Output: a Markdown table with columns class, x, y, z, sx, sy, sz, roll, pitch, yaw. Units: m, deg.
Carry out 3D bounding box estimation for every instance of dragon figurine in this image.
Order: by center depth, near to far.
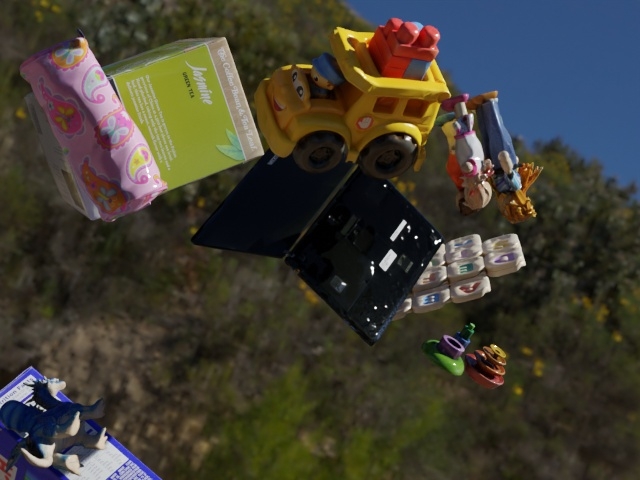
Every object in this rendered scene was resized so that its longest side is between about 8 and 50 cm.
| class | x | y | z | sx | sy | sz | roll | pitch | yaw |
| --- | --- | --- | --- | --- | --- | --- | --- | --- | --- |
| dragon figurine | -0.374 | 0.256 | 1.701 | 0.144 | 0.085 | 0.289 | 1 | 13 | 12 |

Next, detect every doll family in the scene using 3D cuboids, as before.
| class | x | y | z | sx | sy | sz | roll | pitch | yaw |
| --- | --- | --- | --- | --- | --- | --- | --- | --- | --- |
| doll family | 0.221 | -0.099 | 1.623 | 0.118 | 0.163 | 0.263 | -15 | -2 | 3 |

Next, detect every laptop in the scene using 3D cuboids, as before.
| class | x | y | z | sx | sy | sz | roll | pitch | yaw |
| --- | --- | --- | --- | --- | --- | --- | --- | --- | --- |
| laptop | 0.000 | 0.000 | 1.802 | 0.264 | 0.234 | 0.136 | 45 | -39 | -10 |

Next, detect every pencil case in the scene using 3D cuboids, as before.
| class | x | y | z | sx | sy | sz | roll | pitch | yaw |
| --- | --- | --- | --- | --- | --- | --- | --- | --- | --- |
| pencil case | -0.346 | -0.172 | 1.972 | 0.284 | 0.124 | 0.124 | 60 | -10 | 1 |

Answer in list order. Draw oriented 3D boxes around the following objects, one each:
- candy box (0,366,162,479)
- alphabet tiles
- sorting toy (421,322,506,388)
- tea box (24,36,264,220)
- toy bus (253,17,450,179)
| class | x | y | z | sx | sy | sz | roll | pitch | yaw |
| --- | --- | --- | --- | --- | --- | --- | --- | --- | --- |
| candy box | -0.382 | 0.388 | 1.924 | 0.317 | 0.122 | 0.268 | 38 | -46 | 13 |
| alphabet tiles | 0.163 | 0.049 | 1.933 | 0.284 | 0.021 | 0.278 | -15 | 16 | 9 |
| sorting toy | 0.155 | 0.116 | 1.351 | 0.102 | 0.042 | 0.061 | 24 | 20 | -28 |
| tea box | -0.316 | -0.205 | 2.267 | 0.329 | 0.324 | 0.220 | 21 | -49 | 69 |
| toy bus | 0.052 | -0.198 | 1.623 | 0.220 | 0.149 | 0.211 | 2 | -41 | -25 |
